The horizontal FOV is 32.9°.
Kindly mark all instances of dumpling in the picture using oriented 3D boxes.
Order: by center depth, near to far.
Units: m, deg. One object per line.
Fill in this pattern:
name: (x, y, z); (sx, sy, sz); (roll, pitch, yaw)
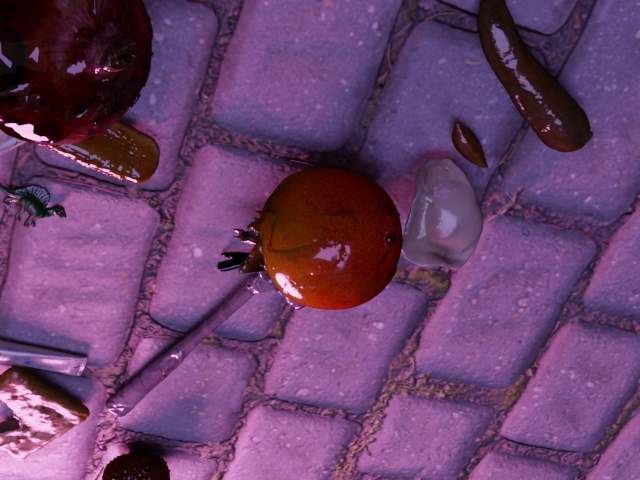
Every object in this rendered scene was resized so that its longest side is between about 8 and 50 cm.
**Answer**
dumpling: (0.170, -0.020, 1.567); (0.134, 0.100, 0.169); (-40, 149, -26)

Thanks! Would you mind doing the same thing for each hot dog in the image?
hot dog: (-0.350, -0.158, 1.453); (0.286, 0.061, 0.087); (30, 79, -23)

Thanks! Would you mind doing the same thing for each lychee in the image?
lychee: (-0.324, 0.429, 1.894); (0.123, 0.123, 0.129); (6, 92, -9)

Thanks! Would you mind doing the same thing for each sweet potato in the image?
sweet potato: (0.281, -0.216, 1.465); (0.075, 0.075, 0.273); (-33, 119, 20)
sweet potato: (0.211, -0.133, 1.544); (0.034, 0.034, 0.095); (-28, 124, 17)

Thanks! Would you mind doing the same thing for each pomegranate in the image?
pomegranate: (0.000, 0.000, 1.523); (0.235, 0.210, 0.210); (-12, 128, 5)

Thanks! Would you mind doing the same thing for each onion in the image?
onion: (-0.300, -0.235, 1.289); (0.219, 0.252, 0.252); (12, 143, 43)

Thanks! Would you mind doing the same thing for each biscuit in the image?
biscuit: (-0.502, 0.293, 1.813); (0.183, 0.039, 0.174); (-36, 130, 22)

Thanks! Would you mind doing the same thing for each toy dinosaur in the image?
toy dinosaur: (-0.424, -0.061, 1.562); (0.060, 0.029, 0.119); (-41, 116, 7)

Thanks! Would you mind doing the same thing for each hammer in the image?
hammer: (-0.201, 0.168, 1.745); (0.152, 0.044, 0.427); (33, 120, -25)

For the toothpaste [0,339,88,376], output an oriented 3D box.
toothpaste: (-0.486, 0.183, 1.743); (0.218, 0.033, 0.052); (15, 130, -19)

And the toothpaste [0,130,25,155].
toothpaste: (-0.528, -0.102, 1.503); (0.314, 0.056, 0.058); (-30, 161, 13)
